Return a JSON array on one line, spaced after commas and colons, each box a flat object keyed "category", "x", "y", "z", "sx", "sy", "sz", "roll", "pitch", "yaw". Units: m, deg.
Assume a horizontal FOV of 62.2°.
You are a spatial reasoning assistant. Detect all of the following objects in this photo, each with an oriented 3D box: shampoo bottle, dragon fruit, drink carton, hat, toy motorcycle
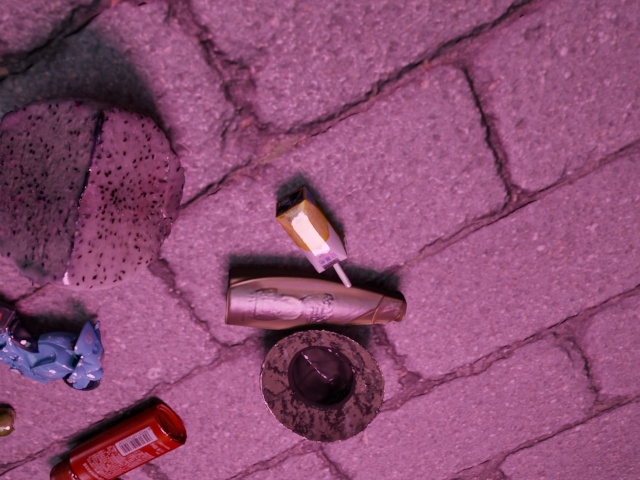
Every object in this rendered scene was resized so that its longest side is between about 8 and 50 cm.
[{"category": "shampoo bottle", "x": -0.008, "y": 0.120, "z": 1.044, "sx": 0.351, "sy": 0.084, "sz": 0.125, "roll": 6, "pitch": 118, "yaw": -10}, {"category": "dragon fruit", "x": -0.370, "y": -0.076, "z": 0.837, "sx": 0.221, "sy": 0.204, "sz": 0.282, "roll": 14, "pitch": 92, "yaw": 20}, {"category": "shampoo bottle", "x": -0.458, "y": 0.473, "z": 1.191, "sx": 0.314, "sy": 0.076, "sz": 0.118, "roll": -29, "pitch": 119, "yaw": 10}, {"category": "drink carton", "x": 0.000, "y": 0.000, "z": 0.983, "sx": 0.084, "sy": 0.074, "sz": 0.200, "roll": -31, "pitch": 118, "yaw": 11}, {"category": "hat", "x": 0.002, "y": 0.273, "z": 1.103, "sx": 0.266, "sy": 0.128, "sz": 0.265, "roll": -1, "pitch": 110, "yaw": -2}, {"category": "toy motorcycle", "x": -0.532, "y": 0.201, "z": 1.012, "sx": 0.272, "sy": 0.123, "sz": 0.182, "roll": 29, "pitch": 122, "yaw": -20}]

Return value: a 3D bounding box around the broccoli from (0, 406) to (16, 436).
[{"category": "broccoli", "x": -0.785, "y": 0.338, "z": 1.074, "sx": 0.275, "sy": 0.177, "sz": 0.198, "roll": -13, "pitch": 86, "yaw": -31}]
